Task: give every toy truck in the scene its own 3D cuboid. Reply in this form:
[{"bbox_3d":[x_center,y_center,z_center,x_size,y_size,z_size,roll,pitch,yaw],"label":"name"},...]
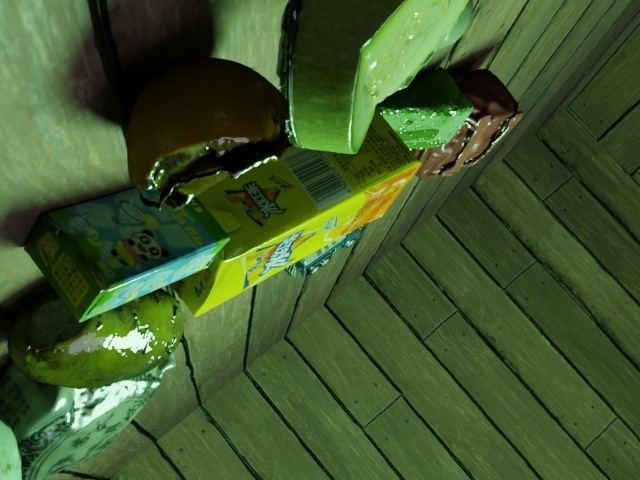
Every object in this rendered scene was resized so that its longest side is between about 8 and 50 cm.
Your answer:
[{"bbox_3d":[0.000,0.000,1.602,0.201,0.074,0.088,-34,159,-31],"label":"toy truck"}]

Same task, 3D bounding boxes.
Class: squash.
[{"bbox_3d":[0.048,-0.163,0.632,0.220,0.133,0.220,19,90,-83],"label":"squash"}]

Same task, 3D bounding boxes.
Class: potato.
[{"bbox_3d":[-0.257,0.112,0.925,0.149,0.113,0.251,-39,166,18],"label":"potato"}]

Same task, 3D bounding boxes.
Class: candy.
[{"bbox_3d":[-0.188,0.003,0.794,0.062,0.097,0.194,-48,167,32],"label":"candy"}]

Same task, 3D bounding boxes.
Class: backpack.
[{"bbox_3d":[0.244,-0.199,1.425,0.229,0.139,0.229,-40,168,-10],"label":"backpack"}]

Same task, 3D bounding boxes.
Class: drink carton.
[{"bbox_3d":[-0.040,-0.042,1.054,0.351,0.111,0.155,-29,164,-35],"label":"drink carton"}]

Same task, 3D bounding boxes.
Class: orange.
[{"bbox_3d":[-0.098,-0.096,0.659,0.160,0.112,0.169,-36,-152,-28],"label":"orange"}]

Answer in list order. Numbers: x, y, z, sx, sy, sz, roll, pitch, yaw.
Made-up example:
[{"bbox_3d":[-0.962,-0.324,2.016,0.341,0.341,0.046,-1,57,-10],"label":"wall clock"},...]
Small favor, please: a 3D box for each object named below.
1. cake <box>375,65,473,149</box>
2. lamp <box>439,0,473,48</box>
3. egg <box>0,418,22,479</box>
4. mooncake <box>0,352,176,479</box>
[{"bbox_3d":[0.129,-0.177,1.215,0.235,0.099,0.100,-31,165,-40],"label":"cake"},{"bbox_3d":[0.086,-0.243,0.833,0.163,0.091,0.091,-18,159,-32],"label":"lamp"},{"bbox_3d":[-0.410,0.254,0.849,0.169,0.169,0.231,-39,179,-11],"label":"egg"},{"bbox_3d":[-0.340,0.225,1.090,0.254,0.136,0.250,-47,165,30],"label":"mooncake"}]
